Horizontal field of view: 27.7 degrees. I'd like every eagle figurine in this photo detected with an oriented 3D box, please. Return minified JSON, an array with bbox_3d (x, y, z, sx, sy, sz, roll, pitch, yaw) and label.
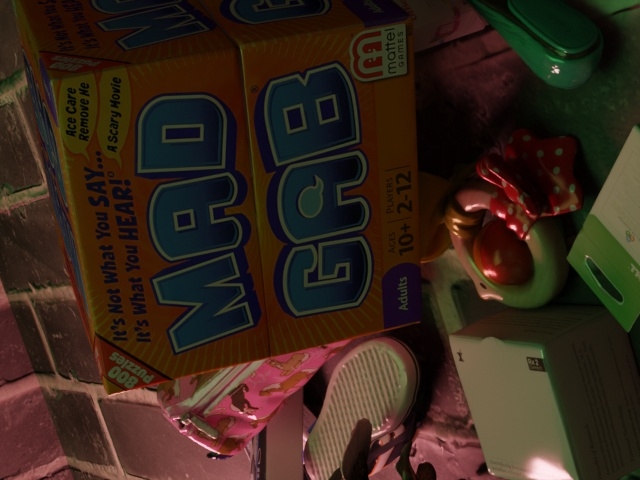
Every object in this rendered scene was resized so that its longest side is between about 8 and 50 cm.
[{"bbox_3d":[0.027,0.401,1.739,0.298,0.226,0.225,-28,45,26],"label":"eagle figurine"}]

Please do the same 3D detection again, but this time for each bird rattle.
[{"bbox_3d":[0.211,-0.021,1.462,0.253,0.143,0.207,-9,113,49],"label":"bird rattle"}]

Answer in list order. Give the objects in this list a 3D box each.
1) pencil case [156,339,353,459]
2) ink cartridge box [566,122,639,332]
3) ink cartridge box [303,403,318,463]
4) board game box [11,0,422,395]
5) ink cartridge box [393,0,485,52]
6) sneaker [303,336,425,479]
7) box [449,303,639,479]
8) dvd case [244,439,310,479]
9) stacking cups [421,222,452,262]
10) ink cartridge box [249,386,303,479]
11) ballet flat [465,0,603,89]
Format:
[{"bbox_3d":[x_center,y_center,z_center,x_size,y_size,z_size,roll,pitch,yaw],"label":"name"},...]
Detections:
[{"bbox_3d":[-0.055,0.136,1.765,0.386,0.160,0.167,-44,34,26],"label":"pencil case"},{"bbox_3d":[0.326,-0.017,1.266,0.109,0.062,0.209,53,150,27],"label":"ink cartridge box"},{"bbox_3d":[-0.079,0.294,2.168,0.206,0.045,0.208,48,154,-15],"label":"ink cartridge box"},{"bbox_3d":[-0.119,-0.106,1.435,0.356,0.356,0.356,-125,27,-57],"label":"board game box"},{"bbox_3d":[0.115,-0.260,1.408,0.088,0.122,0.052,58,151,21],"label":"ink cartridge box"},{"bbox_3d":[0.081,0.231,1.833,0.126,0.127,0.321,53,140,22],"label":"sneaker"},{"bbox_3d":[0.260,0.173,1.462,0.181,0.119,0.182,-1,109,62],"label":"box"},{"bbox_3d":[-0.091,0.384,2.355,0.238,0.029,0.179,66,153,7],"label":"dvd case"},{"bbox_3d":[0.048,-0.056,1.708,0.316,0.096,0.096,25,130,54],"label":"stacking cups"},{"bbox_3d":[-0.066,0.211,1.972,0.165,0.065,0.332,134,139,-74],"label":"ink cartridge box"},{"bbox_3d":[0.196,-0.239,1.330,0.247,0.083,0.087,53,163,31],"label":"ballet flat"}]
